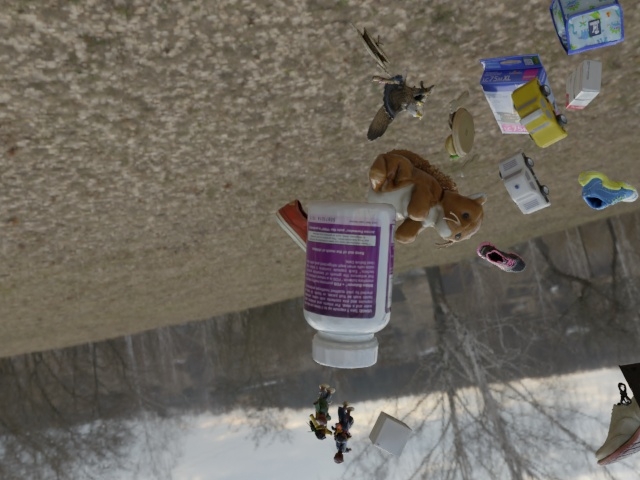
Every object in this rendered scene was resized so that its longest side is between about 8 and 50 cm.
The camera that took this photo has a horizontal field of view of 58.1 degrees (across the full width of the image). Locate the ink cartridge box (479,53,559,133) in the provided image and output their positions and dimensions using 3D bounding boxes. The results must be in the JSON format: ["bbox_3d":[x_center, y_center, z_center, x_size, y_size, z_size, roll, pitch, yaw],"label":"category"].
[{"bbox_3d":[0.613,-0.441,1.773,0.185,0.065,0.311,9,156,38],"label":"ink cartridge box"}]

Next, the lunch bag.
[{"bbox_3d":[0.621,-0.516,1.341,0.128,0.151,0.096,-12,170,10],"label":"lunch bag"}]

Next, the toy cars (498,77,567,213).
[{"bbox_3d":[0.591,-0.255,1.641,0.176,0.394,0.087,24,-145,35],"label":"toy cars"}]

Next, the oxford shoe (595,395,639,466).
[{"bbox_3d":[0.944,0.567,1.768,0.123,0.130,0.348,-1,132,-30],"label":"oxford shoe"}]

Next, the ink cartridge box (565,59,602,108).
[{"bbox_3d":[0.868,-0.513,1.902,0.063,0.109,0.150,6,172,4],"label":"ink cartridge box"}]

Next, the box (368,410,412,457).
[{"bbox_3d":[0.228,0.633,1.885,0.102,0.101,0.087,28,174,-3],"label":"box"}]

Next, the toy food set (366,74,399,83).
[{"bbox_3d":[0.223,-0.554,1.985,0.122,0.019,0.078,16,-167,33],"label":"toy food set"}]

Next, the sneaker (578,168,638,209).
[{"bbox_3d":[0.972,-0.147,1.956,0.240,0.126,0.091,18,161,-14],"label":"sneaker"}]

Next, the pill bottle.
[{"bbox_3d":[0.052,0.078,1.089,0.169,0.302,0.169,3,-177,0],"label":"pill bottle"}]

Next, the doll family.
[{"bbox_3d":[0.028,0.412,1.275,0.076,0.111,0.193,-29,121,30],"label":"doll family"}]

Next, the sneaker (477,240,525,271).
[{"bbox_3d":[0.410,0.045,1.292,0.119,0.047,0.057,22,-167,-9],"label":"sneaker"}]

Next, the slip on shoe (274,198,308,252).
[{"bbox_3d":[0.000,0.000,1.824,0.101,0.331,0.123,-46,177,11],"label":"slip on shoe"}]

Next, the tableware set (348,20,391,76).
[{"bbox_3d":[0.137,-0.472,1.398,0.039,0.128,0.194,-33,177,18],"label":"tableware set"}]

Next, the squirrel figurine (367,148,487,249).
[{"bbox_3d":[0.356,-0.147,1.900,0.370,0.281,0.397,16,-145,11],"label":"squirrel figurine"}]

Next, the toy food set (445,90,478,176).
[{"bbox_3d":[0.346,-0.269,1.442,0.038,0.192,0.132,4,-149,36],"label":"toy food set"}]

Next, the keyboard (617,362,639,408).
[{"bbox_3d":[0.717,0.338,1.280,0.108,0.023,0.180,-13,-156,15],"label":"keyboard"}]

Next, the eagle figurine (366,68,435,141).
[{"bbox_3d":[0.310,-0.543,2.285,0.298,0.226,0.225,-22,-157,-22],"label":"eagle figurine"}]
